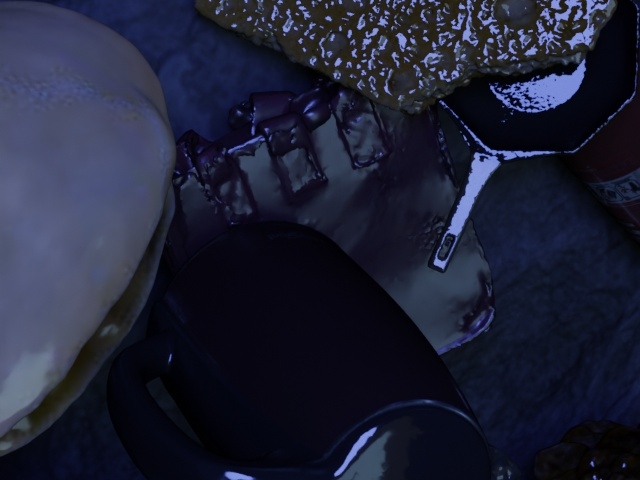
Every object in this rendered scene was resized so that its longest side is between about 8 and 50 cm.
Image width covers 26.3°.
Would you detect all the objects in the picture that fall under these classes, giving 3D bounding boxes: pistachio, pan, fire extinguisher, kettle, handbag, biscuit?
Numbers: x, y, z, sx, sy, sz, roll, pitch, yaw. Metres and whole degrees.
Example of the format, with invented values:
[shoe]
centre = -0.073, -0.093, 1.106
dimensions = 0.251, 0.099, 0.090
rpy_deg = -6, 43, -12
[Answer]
[pistachio]
centre = -0.222, 0.008, 0.737
dimensions = 0.321, 0.229, 0.238
rpy_deg = -34, 87, -14
[pan]
centre = 0.107, -0.092, 0.865
dimensions = 0.202, 0.048, 0.128
rpy_deg = -43, 83, 6
[fire extinguisher]
centre = 0.259, -0.012, 1.001
dimensions = 0.147, 0.106, 0.337
rpy_deg = -41, 118, 9
[kettle]
centre = -0.016, 0.087, 0.759
dimensions = 0.202, 0.232, 0.144
rpy_deg = 9, 104, -25
[handbag]
centre = -0.001, -0.001, 0.910
dimensions = 0.203, 0.074, 0.216
rpy_deg = -28, 115, -12
[biscuit]
centre = 0.051, -0.148, 0.836
dimensions = 0.237, 0.026, 0.131
rpy_deg = 26, 98, 7

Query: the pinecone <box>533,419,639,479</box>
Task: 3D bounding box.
[pinecone]
centre = 0.249, 0.272, 1.037
dimensions = 0.244, 0.244, 0.309
rpy_deg = -17, 129, -17
